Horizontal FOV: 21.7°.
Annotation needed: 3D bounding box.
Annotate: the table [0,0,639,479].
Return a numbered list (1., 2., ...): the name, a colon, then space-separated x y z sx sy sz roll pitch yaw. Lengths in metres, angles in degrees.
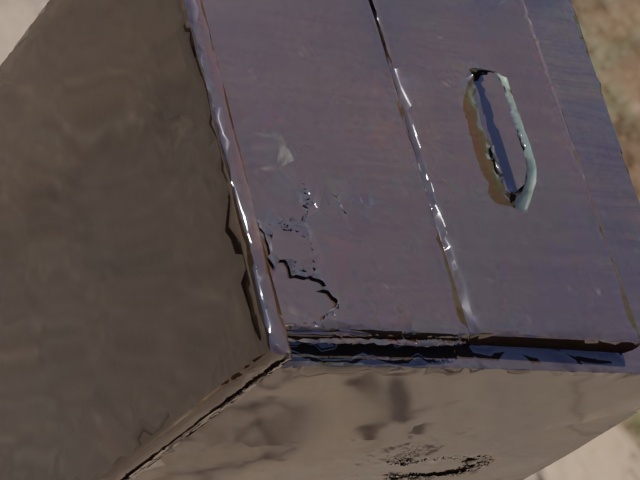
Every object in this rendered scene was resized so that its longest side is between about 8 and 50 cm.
1. table: 0.000 0.000 0.592 0.193 0.172 0.169 6 59 -37
